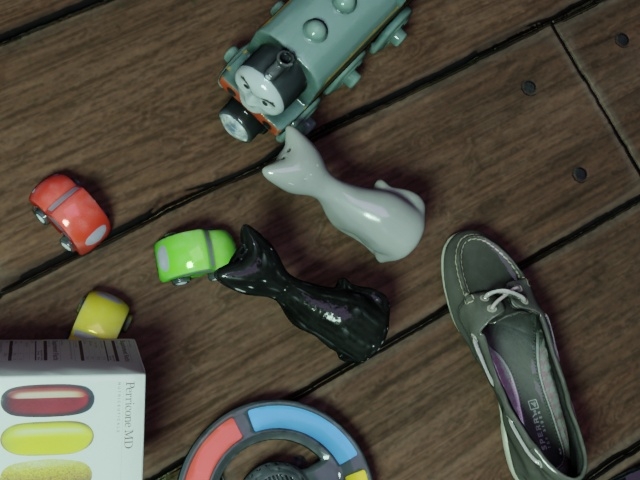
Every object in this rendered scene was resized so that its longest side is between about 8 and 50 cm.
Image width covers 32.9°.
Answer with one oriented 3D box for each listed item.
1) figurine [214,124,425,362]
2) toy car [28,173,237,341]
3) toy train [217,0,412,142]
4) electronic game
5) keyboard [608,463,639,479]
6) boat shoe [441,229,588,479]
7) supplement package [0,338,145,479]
[{"bbox_3d":[0.000,0.000,1.235,0.209,0.092,0.215,31,69,-27],"label":"figurine"},{"bbox_3d":[-0.201,0.022,1.229,0.224,0.053,0.239,-10,80,-17],"label":"toy car"},{"bbox_3d":[0.010,-0.254,1.279,0.142,0.190,0.334,44,70,-1],"label":"toy train"},{"bbox_3d":[-0.049,0.292,1.208,0.229,0.048,0.229,3,77,-14],"label":"electronic game"},{"bbox_3d":[0.433,0.364,1.333,0.100,0.038,0.192,-26,85,4],"label":"keyboard"},{"bbox_3d":[0.241,0.137,1.296,0.112,0.095,0.335,-15,81,-18],"label":"boat shoe"},{"bbox_3d":[-0.306,0.181,1.100,0.244,0.134,0.139,0,101,-14],"label":"supplement package"}]
